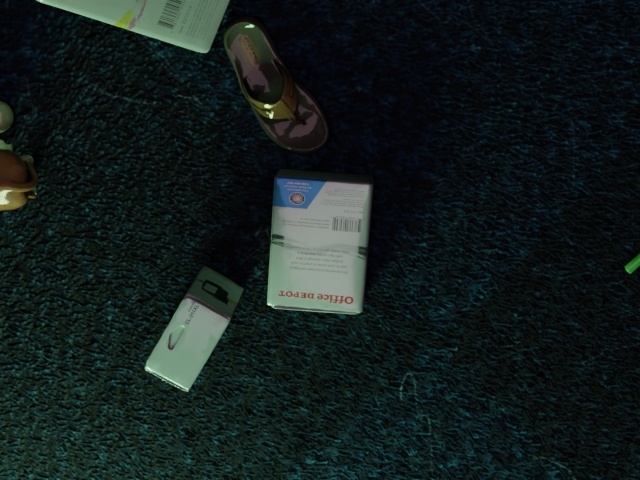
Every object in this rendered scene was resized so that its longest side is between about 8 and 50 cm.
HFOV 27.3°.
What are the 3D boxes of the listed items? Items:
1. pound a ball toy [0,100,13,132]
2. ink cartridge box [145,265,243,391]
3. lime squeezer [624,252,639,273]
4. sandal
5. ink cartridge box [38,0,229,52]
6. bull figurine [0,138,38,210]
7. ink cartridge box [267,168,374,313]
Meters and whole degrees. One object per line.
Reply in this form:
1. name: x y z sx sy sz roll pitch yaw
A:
1. pound a ball toy: -0.586 -0.246 1.802 0.319 0.136 0.208 -3 98 -14
2. ink cartridge box: -0.178 0.124 1.876 0.072 0.175 0.127 30 102 -4
3. lime squeezer: 0.585 -0.029 1.884 0.311 0.058 0.110 -10 132 3
4. sandal: -0.066 -0.217 1.857 0.090 0.060 0.219 -27 100 8
5. ink cartridge box: -0.269 -0.390 1.694 0.353 0.119 0.207 12 107 -46
6. bull figurine: -0.541 -0.101 1.836 0.311 0.188 0.101 12 102 0
7. ink cartridge box: 0.000 0.000 1.890 0.140 0.082 0.190 5 103 2
